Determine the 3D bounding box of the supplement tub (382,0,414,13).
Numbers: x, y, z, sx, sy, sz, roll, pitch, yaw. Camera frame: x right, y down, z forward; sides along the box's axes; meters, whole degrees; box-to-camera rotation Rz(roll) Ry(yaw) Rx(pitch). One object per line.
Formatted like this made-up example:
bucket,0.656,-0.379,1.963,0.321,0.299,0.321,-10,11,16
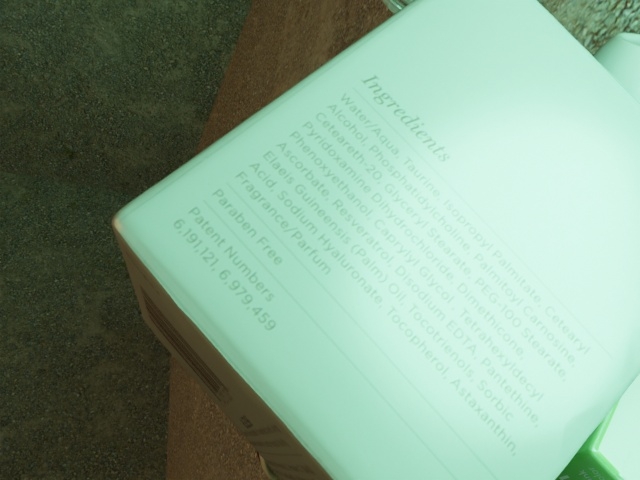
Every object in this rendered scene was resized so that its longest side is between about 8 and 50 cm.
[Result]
supplement tub,0.194,-0.479,1.056,0.200,0.144,0.144,141,134,-58

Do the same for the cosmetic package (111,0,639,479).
cosmetic package,0.077,0.033,0.593,0.327,0.394,0.329,47,160,6

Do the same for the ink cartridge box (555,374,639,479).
ink cartridge box,0.215,0.220,0.632,0.207,0.119,0.353,-41,-6,-39

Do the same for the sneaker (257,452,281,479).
sneaker,-0.097,0.337,1.374,0.148,0.131,0.350,133,140,-72

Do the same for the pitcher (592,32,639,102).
pitcher,0.326,-0.089,0.643,0.178,0.125,0.207,43,134,42
